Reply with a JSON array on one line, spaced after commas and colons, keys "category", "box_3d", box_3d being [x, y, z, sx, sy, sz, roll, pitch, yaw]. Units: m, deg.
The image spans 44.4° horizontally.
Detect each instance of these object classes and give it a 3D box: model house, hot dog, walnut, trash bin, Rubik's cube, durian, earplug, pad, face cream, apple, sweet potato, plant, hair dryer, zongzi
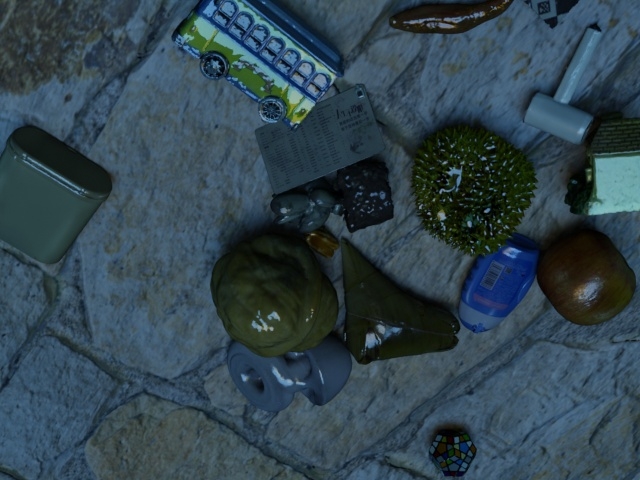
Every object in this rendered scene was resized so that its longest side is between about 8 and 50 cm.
[{"category": "model house", "box_3d": [0.612, -0.168, 1.645, 0.195, 0.214, 0.189, -2, 107, 16]}, {"category": "hot dog", "box_3d": [0.000, 0.000, 1.815, 0.056, 0.041, 0.133, -52, 144, 3]}, {"category": "walnut", "box_3d": [-0.105, 0.123, 1.765, 0.253, 0.277, 0.282, -34, 144, -3]}, {"category": "trash bin", "box_3d": [-0.634, -0.096, 1.768, 0.243, 0.121, 0.247, 34, 117, -16]}, {"category": "Rubik's cube", "box_3d": [0.352, 0.567, 2.093, 0.133, 0.133, 0.112, 30, 144, -13]}, {"category": "durian", "box_3d": [0.332, -0.108, 1.676, 0.291, 0.224, 0.291, 3, 96, 30]}, {"category": "earplug", "box_3d": [-0.083, 0.320, 1.955, 0.325, 0.175, 0.214, -5, 116, 16]}, {"category": "pad", "box_3d": [-0.005, -0.217, 1.683, 0.265, 0.009, 0.160, -21, 77, 13]}, {"category": "face cream", "box_3d": [0.416, 0.109, 1.857, 0.149, 0.083, 0.264, 19, 118, -7]}, {"category": "apple", "box_3d": [0.599, 0.084, 1.766, 0.188, 0.211, 0.211, -39, 111, 22]}, {"category": "sweet potato", "box_3d": [0.266, -0.450, 1.569, 0.255, 0.058, 0.078, -6, 148, 14]}, {"category": "plant", "box_3d": [0.025, -0.093, 1.726, 0.274, 0.149, 0.146, -9, 155, 12]}, {"category": "hair dryer", "box_3d": [0.529, -0.328, 1.616, 0.131, 0.073, 0.236, 28, 102, 20]}, {"category": "zongzi", "box_3d": [0.188, 0.130, 1.871, 0.273, 0.145, 0.300, -6, 95, -10]}]

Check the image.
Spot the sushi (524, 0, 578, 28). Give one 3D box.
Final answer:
[{"category": "sushi", "box_3d": [0.446, -0.570, 1.509, 0.231, 0.047, 0.220, 36, 109, -21]}]

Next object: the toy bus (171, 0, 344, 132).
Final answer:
[{"category": "toy bus", "box_3d": [-0.121, -0.384, 1.572, 0.312, 0.152, 0.190, 35, 115, -16]}]
